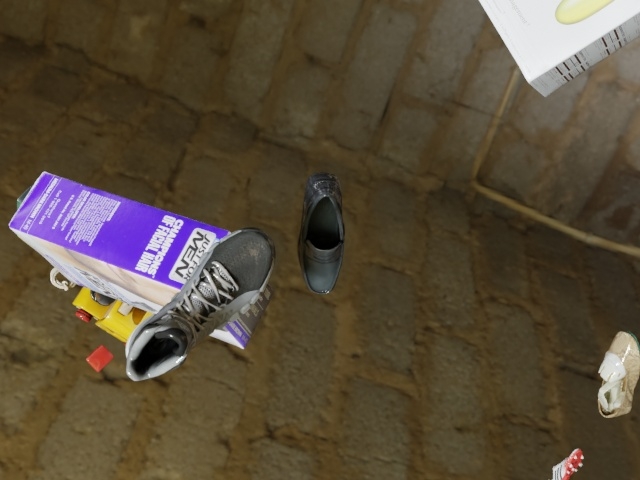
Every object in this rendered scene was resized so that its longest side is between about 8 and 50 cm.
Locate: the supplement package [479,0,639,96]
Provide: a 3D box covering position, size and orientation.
[{"bbox_3d":[0.322,-0.330,1.161,0.203,0.194,0.149,-33,-10,20],"label":"supplement package"}]

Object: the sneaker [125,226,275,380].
[{"bbox_3d":[-0.136,0.083,1.022,0.229,0.086,0.132,-47,7,2],"label":"sneaker"}]

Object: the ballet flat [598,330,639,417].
[{"bbox_3d":[0.560,0.263,1.687,0.073,0.067,0.206,41,149,50],"label":"ballet flat"}]

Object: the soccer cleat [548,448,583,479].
[{"bbox_3d":[0.380,0.354,1.387,0.035,0.029,0.083,46,125,51],"label":"soccer cleat"}]

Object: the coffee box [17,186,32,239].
[{"bbox_3d":[-0.499,-0.019,1.626,0.040,0.113,0.184,-53,3,-27],"label":"coffee box"}]

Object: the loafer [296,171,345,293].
[{"bbox_3d":[0.000,0.000,1.416,0.078,0.076,0.223,-93,4,-56],"label":"loafer"}]

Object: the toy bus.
[{"bbox_3d":[-0.328,0.113,1.496,0.104,0.202,0.191,-14,89,64],"label":"toy bus"}]

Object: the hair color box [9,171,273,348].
[{"bbox_3d":[-0.255,0.028,1.280,0.110,0.338,0.185,-64,-27,-20],"label":"hair color box"}]
